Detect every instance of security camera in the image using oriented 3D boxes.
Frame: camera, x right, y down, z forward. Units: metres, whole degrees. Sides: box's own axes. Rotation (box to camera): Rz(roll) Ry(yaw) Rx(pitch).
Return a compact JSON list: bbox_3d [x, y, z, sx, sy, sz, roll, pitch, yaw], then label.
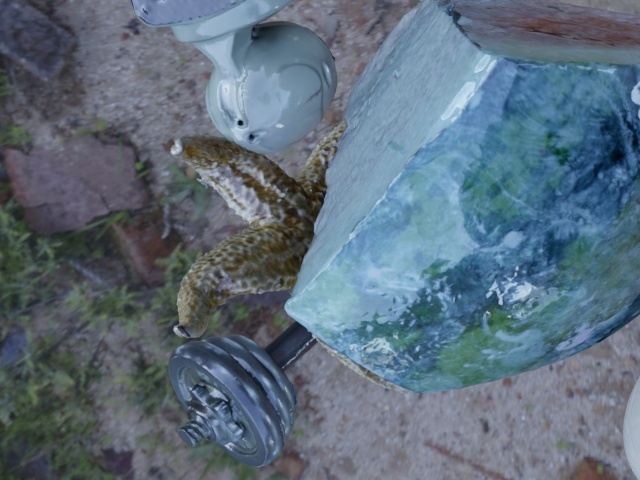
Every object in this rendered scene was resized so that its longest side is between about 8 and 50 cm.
[{"bbox_3d":[-0.081,-0.242,1.280,0.197,0.191,0.277,-8,117,31],"label":"security camera"}]

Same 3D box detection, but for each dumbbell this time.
[{"bbox_3d":[-0.019,0.115,1.279,0.179,0.406,0.179,34,147,26],"label":"dumbbell"}]

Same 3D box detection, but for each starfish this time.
[{"bbox_3d":[0.000,0.000,0.719,0.236,0.277,0.062,44,139,-6],"label":"starfish"}]

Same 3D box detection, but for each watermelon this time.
[{"bbox_3d":[0.119,-0.065,0.683,0.258,0.387,0.228,42,137,40],"label":"watermelon"}]

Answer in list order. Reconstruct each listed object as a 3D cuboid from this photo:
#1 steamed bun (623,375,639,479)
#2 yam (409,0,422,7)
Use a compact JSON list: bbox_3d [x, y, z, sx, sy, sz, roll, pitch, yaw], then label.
[{"bbox_3d":[0.391,0.159,0.962,0.177,0.131,0.228,36,93,10],"label":"steamed bun"},{"bbox_3d":[0.085,-0.432,1.456,0.356,0.081,0.081,47,110,5],"label":"yam"}]
